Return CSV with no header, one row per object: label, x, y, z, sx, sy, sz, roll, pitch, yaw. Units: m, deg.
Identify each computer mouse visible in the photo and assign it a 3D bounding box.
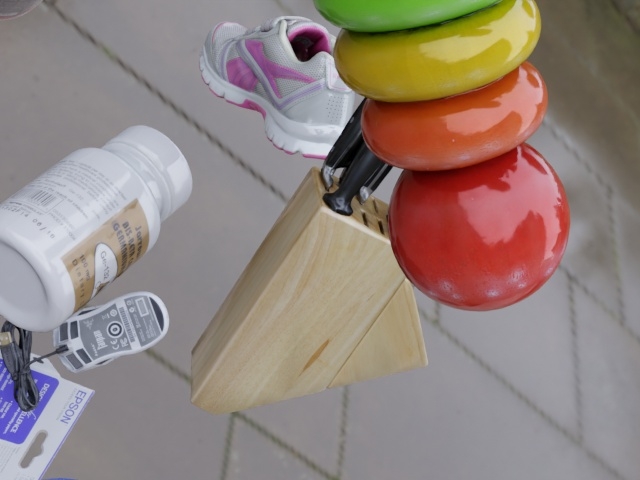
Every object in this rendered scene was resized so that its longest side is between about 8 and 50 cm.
computer mouse,-0.266,0.116,1.529,0.193,0.042,0.106,-19,90,-16

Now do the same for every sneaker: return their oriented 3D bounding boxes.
sneaker,-0.032,-0.174,1.336,0.103,0.111,0.252,5,25,-39

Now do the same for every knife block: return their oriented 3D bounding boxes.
knife block,0.000,0.000,1.111,0.088,0.275,0.242,-99,175,-64

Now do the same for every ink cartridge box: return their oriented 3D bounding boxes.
ink cartridge box,-0.402,0.211,1.552,0.208,0.206,0.045,26,15,-28

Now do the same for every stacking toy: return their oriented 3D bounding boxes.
stacking toy,0.043,-0.117,0.612,0.141,0.141,0.330,-55,136,-57

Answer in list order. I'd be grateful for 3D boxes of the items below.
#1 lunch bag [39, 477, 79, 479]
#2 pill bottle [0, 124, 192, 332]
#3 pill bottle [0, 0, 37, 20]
lunch bag,-0.268,0.287,1.004,0.303,0.243,0.115,-15,113,-34
pill bottle,-0.239,-0.020,1.372,0.131,0.131,0.229,54,49,-9
pill bottle,-0.417,-0.408,1.806,0.176,0.318,0.176,0,89,-22
